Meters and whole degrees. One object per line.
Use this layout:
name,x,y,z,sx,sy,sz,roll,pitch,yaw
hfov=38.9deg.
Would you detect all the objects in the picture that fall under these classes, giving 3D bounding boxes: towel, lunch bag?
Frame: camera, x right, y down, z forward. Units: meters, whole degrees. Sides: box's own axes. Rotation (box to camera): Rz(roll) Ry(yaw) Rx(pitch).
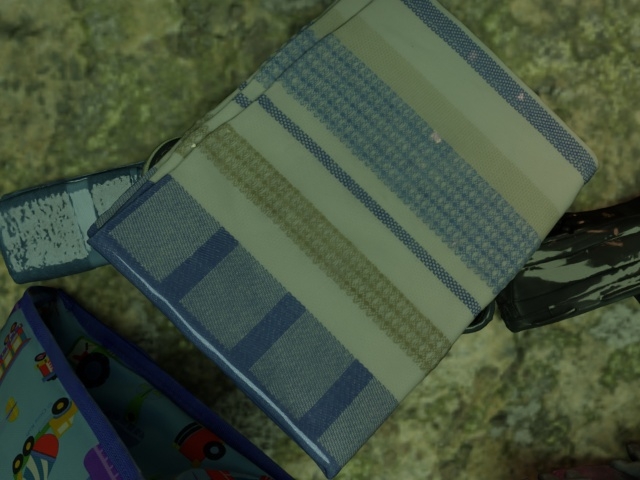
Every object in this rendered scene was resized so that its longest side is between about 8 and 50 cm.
towel,0.025,-0.028,0.564,0.209,0.034,0.285,43,69,2
lunch bag,-0.179,0.171,0.562,0.138,0.293,0.220,24,96,-48
towel,-0.165,-0.012,0.636,0.120,0.029,0.067,-13,100,-1

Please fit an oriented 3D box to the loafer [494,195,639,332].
loafer,0.229,0.010,0.639,0.223,0.076,0.078,-14,107,5

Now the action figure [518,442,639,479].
action figure,0.240,0.335,0.617,0.248,0.276,0.370,-3,88,-8

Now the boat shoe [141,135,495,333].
boat shoe,0.000,0.000,0.612,0.255,0.079,0.095,30,86,-10
